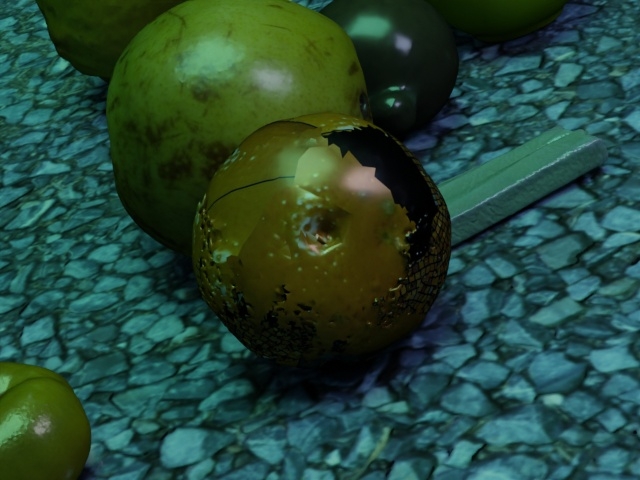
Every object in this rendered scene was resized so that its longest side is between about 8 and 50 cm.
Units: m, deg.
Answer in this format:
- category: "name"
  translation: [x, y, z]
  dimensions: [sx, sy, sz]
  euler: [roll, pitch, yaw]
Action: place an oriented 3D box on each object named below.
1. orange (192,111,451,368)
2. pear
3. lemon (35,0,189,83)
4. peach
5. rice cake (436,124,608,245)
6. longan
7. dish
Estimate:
- category: "orange"
  translation: [0.000, 0.000, 1.535]
  dimensions: [0.234, 0.234, 0.182]
  euler: [-15, -2, 5]
- category: "pear"
  translation: [-0.082, -0.113, 1.713]
  dimensions: [0.280, 0.281, 0.281]
  euler: [-13, 31, 8]
- category: "lemon"
  translation: [-0.209, -0.332, 2.132]
  dimensions: [0.297, 0.297, 0.297]
  euler: [-13, 31, 8]
- category: "peach"
  translation: [-0.289, 0.180, 1.516]
  dimensions: [0.179, 0.103, 0.179]
  euler: [-13, 28, 7]
- category: "rice cake"
  translation: [0.174, -0.053, 1.706]
  dimensions: [0.221, 0.042, 0.080]
  euler: [-28, 27, -13]
- category: "longan"
  translation: [0.060, -0.183, 1.863]
  dimensions: [0.185, 0.159, 0.204]
  euler: [-18, 39, -1]
- category: "dish"
  translation: [0.208, -0.316, 2.047]
  dimensions: [0.221, 0.108, 0.262]
  euler: [-23, 32, -7]
